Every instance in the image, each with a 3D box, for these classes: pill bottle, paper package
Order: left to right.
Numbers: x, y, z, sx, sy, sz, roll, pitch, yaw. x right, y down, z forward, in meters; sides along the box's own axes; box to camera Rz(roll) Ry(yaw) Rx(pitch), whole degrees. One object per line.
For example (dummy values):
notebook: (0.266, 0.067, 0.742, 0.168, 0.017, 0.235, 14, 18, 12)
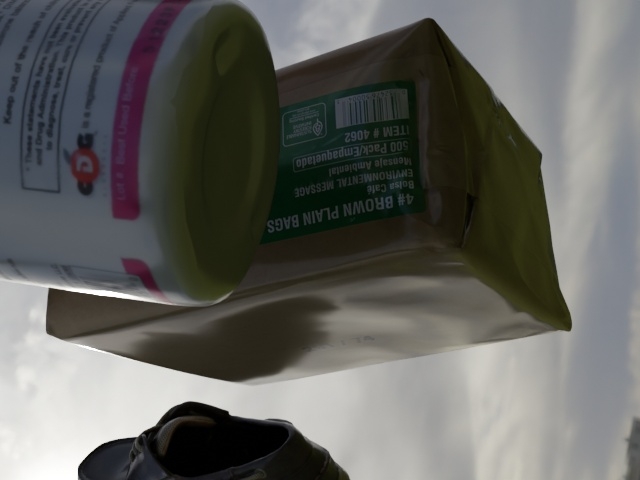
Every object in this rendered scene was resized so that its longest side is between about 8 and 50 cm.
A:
pill bottle: (-0.178, -0.059, 0.551, 0.160, 0.283, 0.160, 7, -90, -76)
paper package: (0.000, 0.000, 0.801, 0.309, 0.325, 0.168, 27, -126, -60)

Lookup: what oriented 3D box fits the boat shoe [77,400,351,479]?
boat shoe: (-0.129, 0.230, 1.069, 0.132, 0.355, 0.130, -52, -54, -47)
